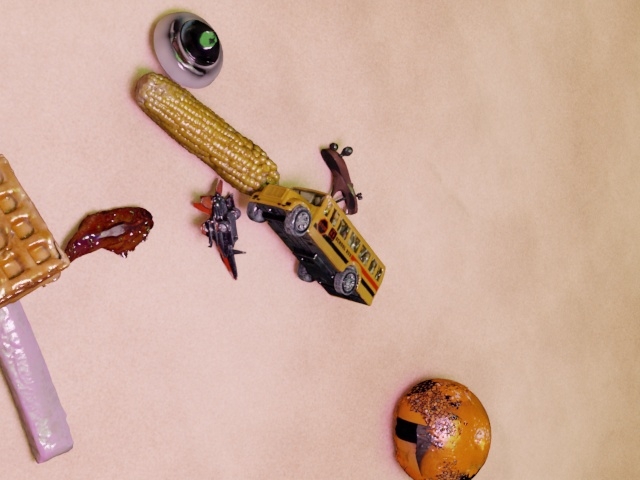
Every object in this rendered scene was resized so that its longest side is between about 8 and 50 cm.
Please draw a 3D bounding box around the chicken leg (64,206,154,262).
[{"bbox_3d":[-0.370,-0.001,1.601,0.205,0.053,0.093,-15,117,-31],"label":"chicken leg"}]

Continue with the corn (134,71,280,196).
[{"bbox_3d":[-0.196,-0.182,1.685,0.320,0.097,0.097,38,72,-31],"label":"corn"}]

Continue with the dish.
[{"bbox_3d":[-0.209,-0.341,1.646,0.141,0.078,0.141,16,66,-41],"label":"dish"}]

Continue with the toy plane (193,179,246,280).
[{"bbox_3d":[-0.171,-0.010,1.735,0.189,0.061,0.130,69,28,-23],"label":"toy plane"}]

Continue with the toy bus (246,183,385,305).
[{"bbox_3d":[0.000,0.000,1.784,0.123,0.121,0.335,-58,138,-18],"label":"toy bus"}]

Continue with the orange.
[{"bbox_3d":[0.262,0.410,2.026,0.234,0.182,0.234,8,79,-45],"label":"orange"}]

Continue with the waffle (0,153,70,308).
[{"bbox_3d":[-0.557,0.028,1.397,0.308,0.091,0.213,-31,88,-30],"label":"waffle"}]

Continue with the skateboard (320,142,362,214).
[{"bbox_3d":[0.034,-0.113,1.885,0.080,0.067,0.151,-27,113,-22],"label":"skateboard"}]

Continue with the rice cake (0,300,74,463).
[{"bbox_3d":[-0.480,0.192,1.527,0.073,0.056,0.365,-27,109,-34],"label":"rice cake"}]
